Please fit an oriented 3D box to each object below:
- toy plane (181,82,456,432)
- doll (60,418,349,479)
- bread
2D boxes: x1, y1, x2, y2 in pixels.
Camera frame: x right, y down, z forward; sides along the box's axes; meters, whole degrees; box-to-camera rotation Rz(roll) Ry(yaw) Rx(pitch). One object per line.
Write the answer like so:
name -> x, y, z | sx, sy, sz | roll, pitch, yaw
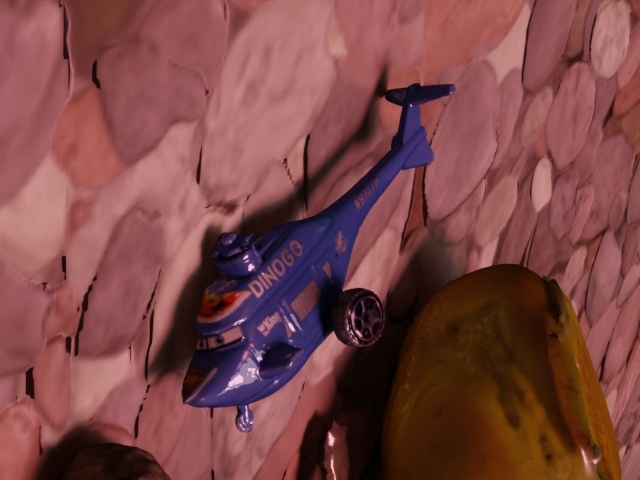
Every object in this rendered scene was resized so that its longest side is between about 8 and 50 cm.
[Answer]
toy plane -> 0.000, 0.000, 0.479 | 0.167, 0.054, 0.062 | -49, 121, -33
doll -> -0.017, 0.151, 0.526 | 0.202, 0.091, 0.286 | -71, 148, -52
bread -> 0.113, 0.148, 0.705 | 0.383, 0.112, 0.166 | 54, 24, -61
